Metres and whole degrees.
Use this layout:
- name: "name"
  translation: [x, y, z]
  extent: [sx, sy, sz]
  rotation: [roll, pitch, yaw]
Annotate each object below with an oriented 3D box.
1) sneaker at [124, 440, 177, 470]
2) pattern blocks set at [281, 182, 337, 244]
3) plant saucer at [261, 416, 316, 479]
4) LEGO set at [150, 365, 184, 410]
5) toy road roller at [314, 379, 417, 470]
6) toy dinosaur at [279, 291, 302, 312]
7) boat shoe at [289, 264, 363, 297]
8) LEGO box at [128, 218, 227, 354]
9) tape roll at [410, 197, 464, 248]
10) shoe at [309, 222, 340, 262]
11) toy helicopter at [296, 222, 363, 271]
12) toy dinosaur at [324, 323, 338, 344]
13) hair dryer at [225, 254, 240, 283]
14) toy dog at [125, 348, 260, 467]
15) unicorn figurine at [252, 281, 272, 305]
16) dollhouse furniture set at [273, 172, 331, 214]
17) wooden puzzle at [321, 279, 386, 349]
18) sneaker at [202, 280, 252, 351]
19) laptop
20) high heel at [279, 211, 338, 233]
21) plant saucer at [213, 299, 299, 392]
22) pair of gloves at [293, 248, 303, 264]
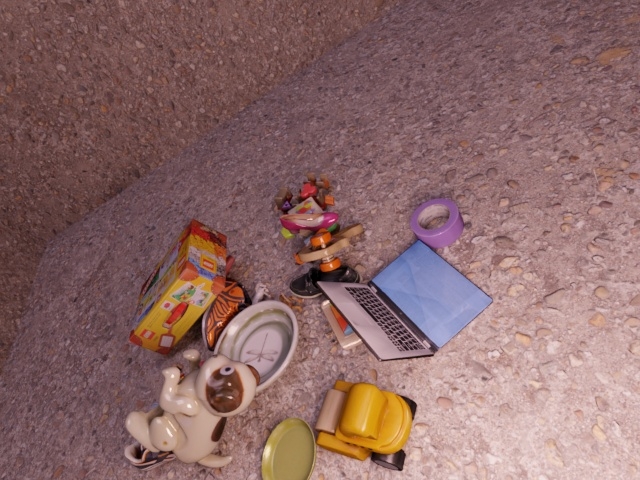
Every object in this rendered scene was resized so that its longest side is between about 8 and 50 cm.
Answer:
- name: "sneaker"
  translation: [-0.593, 0.766, 1.740]
  extent: [0.321, 0.127, 0.126]
  rotation: [-32, 39, 6]
- name: "pattern blocks set"
  translation: [-0.060, -0.113, 2.083]
  extent: [0.285, 0.026, 0.325]
  rotation: [-44, 49, -6]
- name: "plant saucer"
  translation: [-0.094, 0.695, 1.468]
  extent: [0.240, 0.037, 0.241]
  rotation: [-30, 42, 30]
- name: "LEGO set"
  translation: [-0.626, 0.644, 1.931]
  extent: [0.182, 0.060, 0.245]
  rotation: [-4, 51, 30]
- name: "toy road roller"
  translation: [0.110, 0.515, 1.353]
  extent: [0.329, 0.241, 0.203]
  rotation: [-2, 52, 36]
- name: "toy dinosaur"
  translation: [-0.128, 0.252, 1.869]
  extent: [0.211, 0.112, 0.064]
  rotation: [152, 132, -75]
- name: "boat shoe"
  translation: [-0.001, 0.156, 1.868]
  extent: [0.339, 0.113, 0.127]
  rotation: [-3, 52, 35]
- name: "LEGO box"
  translation: [-0.643, 0.212, 2.100]
  extent: [0.500, 0.193, 0.373]
  rotation: [-47, 31, 23]
- name: "tape roll"
  translation: [0.448, -0.066, 1.765]
  extent: [0.188, 0.080, 0.189]
  rotation: [-21, 43, 21]
- name: "shoe"
  translation: [0.000, 0.000, 2.042]
  extent: [0.219, 0.077, 0.058]
  rotation: [-48, 46, -8]
- name: "toy helicopter"
  translation: [0.044, 0.009, 1.904]
  extent: [0.234, 0.140, 0.355]
  rotation: [-10, 14, 46]
- name: "toy dinosaur"
  translation: [0.065, 0.336, 1.699]
  extent: [0.092, 0.053, 0.183]
  rotation: [-41, 40, -4]
- name: "hair dryer"
  translation: [-0.458, 0.197, 2.227]
  extent: [0.223, 0.080, 0.294]
  rotation: [-10, 52, 9]
- name: "toy dog"
  translation: [-0.395, 0.560, 1.560]
  extent: [0.408, 0.284, 0.395]
  rotation: [-46, 75, 20]
- name: "unicorn figurine"
  translation: [-0.261, 0.243, 2.024]
  extent: [0.111, 0.060, 0.162]
  rotation: [7, 58, 40]
- name: "dollhouse furniture set"
  translation: [-0.086, -0.193, 2.277]
  extent: [0.258, 0.135, 0.262]
  rotation: [5, 56, 26]
- name: "wooden puzzle"
  translation: [0.135, 0.263, 1.689]
  extent: [0.220, 0.044, 0.239]
  rotation: [-26, 41, -5]
- name: "sneaker"
  translation: [-0.404, 0.324, 2.011]
  extent: [0.179, 0.125, 0.322]
  rotation: [-3, 65, 15]
- name: "laptop"
  translation: [0.271, 0.174, 1.532]
  extent: [0.382, 0.407, 0.237]
  rotation: [46, 119, 43]
- name: "high heel"
  translation: [-0.050, -0.095, 1.968]
  extent: [0.243, 0.117, 0.082]
  rotation: [-9, 57, 21]
- name: "plant saucer"
  translation: [-0.239, 0.429, 1.804]
  extent: [0.400, 0.101, 0.401]
  rotation: [-20, 44, 21]
- name: "pair of gloves"
  translation: [-0.088, 0.074, 2.090]
  extent: [0.074, 0.010, 0.083]
  rotation: [-30, 38, 12]
